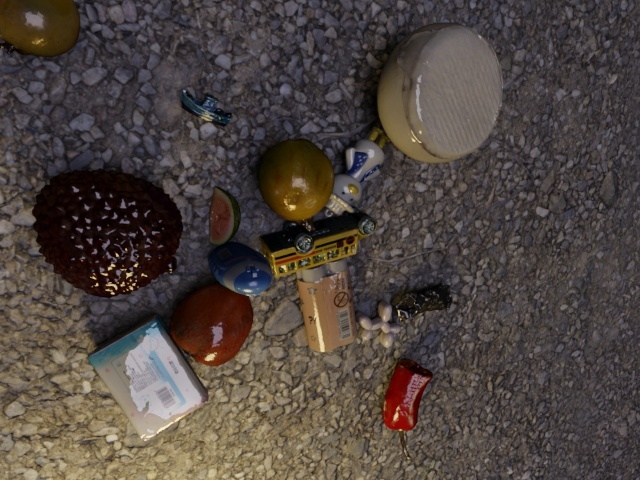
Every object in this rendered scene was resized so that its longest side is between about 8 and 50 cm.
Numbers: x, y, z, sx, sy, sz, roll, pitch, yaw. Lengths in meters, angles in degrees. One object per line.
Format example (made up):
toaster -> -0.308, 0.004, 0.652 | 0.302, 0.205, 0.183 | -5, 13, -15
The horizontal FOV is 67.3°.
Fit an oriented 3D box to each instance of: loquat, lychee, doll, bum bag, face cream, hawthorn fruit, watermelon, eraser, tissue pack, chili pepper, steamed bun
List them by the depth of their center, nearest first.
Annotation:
loquat -> -0.583, -0.470, 0.988 | 0.172, 0.149, 0.204 | 30, 80, -24
lychee -> -0.469, -0.021, 1.085 | 0.330, 0.306, 0.306 | 42, 86, -25
face cream -> -0.203, 0.073, 1.248 | 0.149, 0.264, 0.083 | -9, 108, -21
tissue pack -> -0.447, 0.354, 1.269 | 0.201, 0.124, 0.271 | -30, 98, -10
loquat -> -0.063, -0.141, 1.280 | 0.213, 0.213, 0.246 | -17, 95, -19
hawthorn fruit -> -0.272, 0.204, 1.303 | 0.262, 0.210, 0.210 | -50, 119, -24
watermelon -> -0.249, -0.062, 1.317 | 0.069, 0.087, 0.163 | -16, 119, -60
steamed bun -> 0.316, -0.406, 1.357 | 0.375, 0.241, 0.374 | -6, 103, -26
doll -> 0.099, -0.191, 1.391 | 0.138, 0.119, 0.293 | 36, 89, -37
eraser -> 0.028, 0.190, 1.485 | 0.171, 0.087, 0.290 | -18, 114, -21
doll -> 0.201, 0.288, 1.609 | 0.161, 0.059, 0.160 | -21, 112, -18
bum bag -> 0.362, 0.210, 1.654 | 0.248, 0.069, 0.102 | -8, 101, -31
chili pepper -> 0.280, 0.595, 1.688 | 0.131, 0.134, 0.338 | 9, 100, -36

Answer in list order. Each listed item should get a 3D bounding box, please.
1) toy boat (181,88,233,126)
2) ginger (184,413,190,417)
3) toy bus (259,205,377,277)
toy boat -> -0.285, -0.338, 1.209 | 0.137, 0.060, 0.060 | 20, 115, -22
ginger -> -0.451, 0.472, 1.368 | 0.165, 0.067, 0.096 | 17, 103, -13
toy bus -> 0.000, 0.000, 1.403 | 0.336, 0.121, 0.123 | -15, 119, -20
